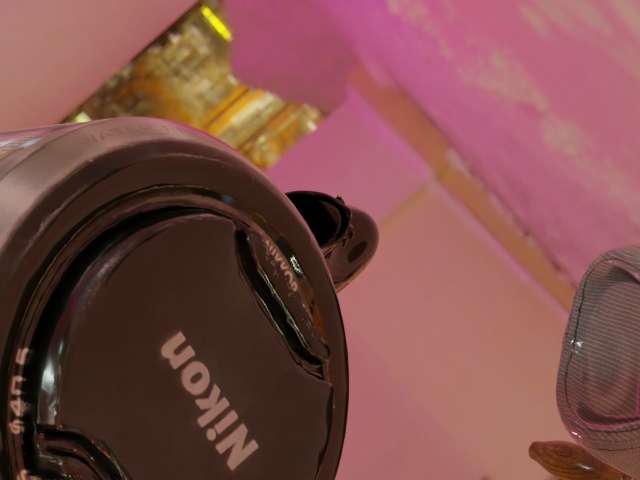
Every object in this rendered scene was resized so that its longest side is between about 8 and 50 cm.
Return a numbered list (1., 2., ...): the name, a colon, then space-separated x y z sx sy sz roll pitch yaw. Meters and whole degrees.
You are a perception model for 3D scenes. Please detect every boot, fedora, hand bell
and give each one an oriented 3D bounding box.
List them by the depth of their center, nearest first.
1. fedora: 0.239 0.082 0.869 0.124 0.243 0.275 14 -170 -19
2. boot: 0.000 0.000 0.895 0.198 0.137 0.077 -18 -95 -44
3. hand bell: 0.299 0.233 1.331 0.242 0.126 0.126 13 151 49

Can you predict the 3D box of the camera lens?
1. camera lens: -0.142 0.062 0.602 0.274 0.219 0.219 -1 142 42
